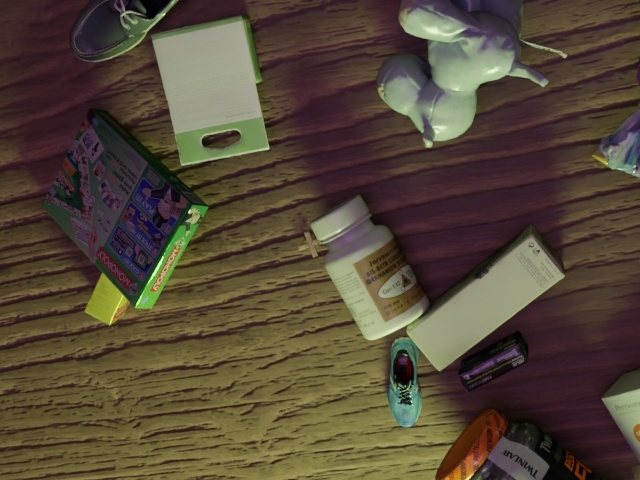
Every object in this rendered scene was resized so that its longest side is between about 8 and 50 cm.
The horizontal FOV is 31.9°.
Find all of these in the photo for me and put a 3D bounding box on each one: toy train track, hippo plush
[{"bbox_3d":[0.000,0.000,2.002,0.083,0.014,0.048,-20,89,8],"label":"toy train track"},{"bbox_3d":[0.226,-0.290,1.838,0.294,0.234,0.237,33,130,8],"label":"hippo plush"}]

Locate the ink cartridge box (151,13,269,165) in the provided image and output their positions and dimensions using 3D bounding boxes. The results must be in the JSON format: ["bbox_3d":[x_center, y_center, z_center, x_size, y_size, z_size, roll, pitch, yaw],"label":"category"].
[{"bbox_3d":[-0.187,-0.264,1.964,0.171,0.056,0.235,-10,102,12],"label":"ink cartridge box"}]

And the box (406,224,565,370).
[{"bbox_3d":[0.283,0.097,1.919,0.275,0.113,0.094,-39,91,13],"label":"box"}]

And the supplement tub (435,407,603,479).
[{"bbox_3d":[0.377,0.455,1.920,0.338,0.207,0.207,39,105,0],"label":"supplement tub"}]

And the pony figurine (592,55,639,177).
[{"bbox_3d":[0.597,-0.237,1.744,0.351,0.303,0.363,28,103,-29],"label":"pony figurine"}]

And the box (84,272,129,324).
[{"bbox_3d":[-0.346,0.035,2.034,0.058,0.087,0.232,29,103,4],"label":"box"}]

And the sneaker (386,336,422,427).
[{"bbox_3d":[0.144,0.257,1.993,0.063,0.073,0.162,-3,100,10],"label":"sneaker"}]

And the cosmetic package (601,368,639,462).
[{"bbox_3d":[0.682,0.313,1.798,0.377,0.097,0.284,-28,93,49],"label":"cosmetic package"}]

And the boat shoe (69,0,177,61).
[{"bbox_3d":[-0.319,-0.418,1.935,0.319,0.099,0.116,-32,94,14],"label":"boat shoe"}]

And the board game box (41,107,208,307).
[{"bbox_3d":[-0.350,-0.060,1.955,0.317,0.046,0.214,42,111,31],"label":"board game box"}]

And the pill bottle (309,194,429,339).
[{"bbox_3d":[0.080,0.044,1.934,0.131,0.131,0.229,-29,94,14],"label":"pill bottle"}]

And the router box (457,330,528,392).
[{"bbox_3d":[0.301,0.210,1.946,0.122,0.092,0.038,-30,94,14],"label":"router box"}]
